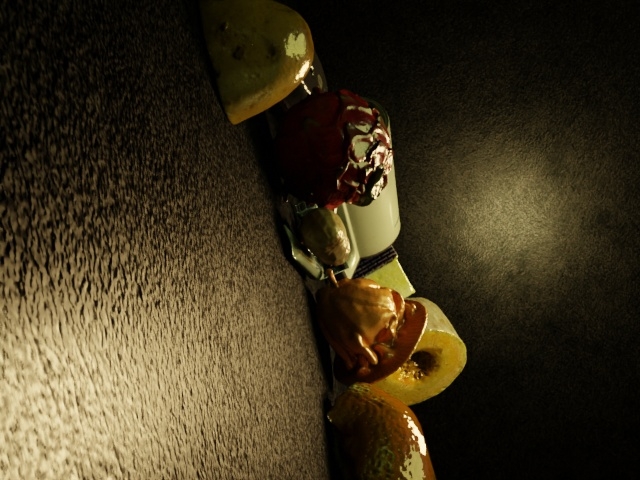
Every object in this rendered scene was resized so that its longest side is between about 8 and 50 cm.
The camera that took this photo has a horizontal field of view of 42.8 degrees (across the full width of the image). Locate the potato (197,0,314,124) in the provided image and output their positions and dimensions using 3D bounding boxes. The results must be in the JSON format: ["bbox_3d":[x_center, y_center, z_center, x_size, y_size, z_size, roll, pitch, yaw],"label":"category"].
[{"bbox_3d":[-0.090,-0.298,1.263,0.178,0.158,0.203,67,7,-66],"label":"potato"}]

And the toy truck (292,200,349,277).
[{"bbox_3d":[-0.001,0.001,1.812,0.177,0.080,0.115,65,3,-55],"label":"toy truck"}]

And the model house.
[{"bbox_3d":[0.134,0.093,2.402,0.211,0.194,0.170,63,-4,-16],"label":"model house"}]

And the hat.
[{"bbox_3d":[0.078,0.138,1.725,0.233,0.244,0.233,57,7,-31],"label":"hat"}]

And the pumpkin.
[{"bbox_3d":[0.249,0.326,2.448,0.199,0.332,0.332,-115,-175,-50],"label":"pumpkin"}]

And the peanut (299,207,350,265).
[{"bbox_3d":[0.012,-0.004,1.620,0.104,0.086,0.228,58,0,11],"label":"peanut"}]

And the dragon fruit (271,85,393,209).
[{"bbox_3d":[0.021,-0.184,1.646,0.299,0.244,0.244,-103,176,-51],"label":"dragon fruit"}]

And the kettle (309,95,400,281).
[{"bbox_3d":[0.061,-0.108,2.054,0.376,0.250,0.361,74,26,-46],"label":"kettle"}]

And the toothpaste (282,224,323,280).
[{"bbox_3d":[-0.032,0.035,1.610,0.255,0.037,0.067,53,18,-68],"label":"toothpaste"}]

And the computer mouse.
[{"bbox_3d":[-0.073,-0.373,1.783,0.323,0.116,0.183,49,30,-62],"label":"computer mouse"}]

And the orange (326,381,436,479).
[{"bbox_3d":[0.118,0.436,1.563,0.334,0.196,0.262,-108,-167,-46],"label":"orange"}]

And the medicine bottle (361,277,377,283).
[{"bbox_3d":[0.123,0.213,2.104,0.288,0.157,0.157,-94,169,-61],"label":"medicine bottle"}]
